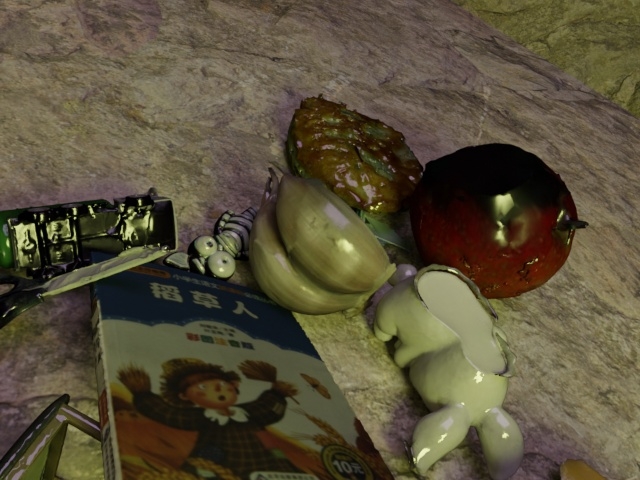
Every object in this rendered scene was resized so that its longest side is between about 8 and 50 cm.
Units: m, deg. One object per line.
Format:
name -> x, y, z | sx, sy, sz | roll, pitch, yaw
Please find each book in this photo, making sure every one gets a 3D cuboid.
book -> -0.110, 0.153, 0.670 | 0.300, 0.039, 0.428 | 17, 18, -31

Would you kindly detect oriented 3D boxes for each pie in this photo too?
pie -> 0.072, -0.173, 1.218 | 0.288, 0.103, 0.355 | 1, 47, -27

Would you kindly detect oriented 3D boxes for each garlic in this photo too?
garlic -> 0.000, 0.000, 0.893 | 0.292, 0.210, 0.237 | 43, 28, -6

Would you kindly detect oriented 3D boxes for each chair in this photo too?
chair -> -0.284, 0.247, 0.526 | 0.272, 0.188, 0.166 | 30, 39, -1

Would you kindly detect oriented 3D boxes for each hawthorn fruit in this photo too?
hawthorn fruit -> 0.300, -0.040, 1.042 | 0.315, 0.316, 0.316 | 15, 42, -14

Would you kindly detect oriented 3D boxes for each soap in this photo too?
soap -> 0.431, 0.395, 0.870 | 0.168, 0.033, 0.089 | 42, 40, 16

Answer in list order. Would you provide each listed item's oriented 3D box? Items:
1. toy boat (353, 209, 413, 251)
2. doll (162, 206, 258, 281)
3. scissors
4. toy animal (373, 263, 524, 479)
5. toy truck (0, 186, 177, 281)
toy boat -> 0.114, -0.026, 1.138 | 0.149, 0.034, 0.105 | 3, 47, -26
doll -> -0.155, 0.011, 0.929 | 0.091, 0.067, 0.219 | 49, 43, -4
scissors -> -0.321, 0.054, 0.694 | 0.300, 0.022, 0.109 | -18, 39, 6
toy animal -> 0.192, 0.183, 0.874 | 0.208, 0.154, 0.325 | 9, 48, -11
toy truck -> -0.337, -0.012, 0.823 | 0.242, 0.101, 0.125 | -11, 16, -34
